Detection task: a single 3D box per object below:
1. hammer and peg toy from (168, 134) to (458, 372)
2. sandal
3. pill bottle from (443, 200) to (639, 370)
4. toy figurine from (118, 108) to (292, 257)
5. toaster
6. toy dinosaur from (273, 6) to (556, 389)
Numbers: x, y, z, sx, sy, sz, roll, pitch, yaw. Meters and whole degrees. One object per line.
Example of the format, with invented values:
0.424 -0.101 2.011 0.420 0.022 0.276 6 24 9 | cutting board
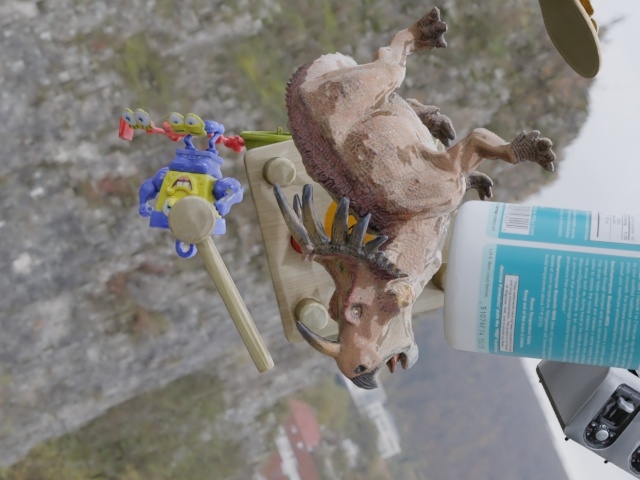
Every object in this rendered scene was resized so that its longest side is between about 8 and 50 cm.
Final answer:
0.000 0.000 1.561 0.127 0.361 0.266 -153 -131 -80 | hammer and peg toy
0.338 -0.343 1.686 0.240 0.079 0.088 55 -23 -12 | sandal
0.254 0.045 1.166 0.146 0.264 0.146 6 90 -79 | pill bottle
-0.161 -0.073 1.945 0.191 0.362 0.217 17 82 -62 | toy figurine
0.376 0.201 1.573 0.168 0.110 0.185 32 19 -18 | toaster
0.031 -0.060 0.915 0.295 0.200 0.127 59 -21 31 | toy dinosaur
